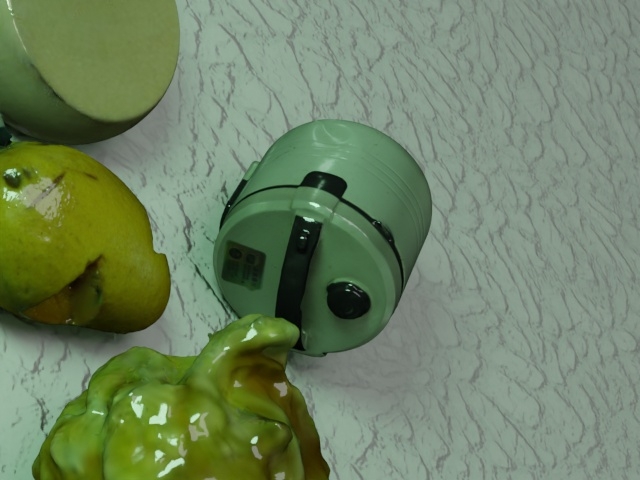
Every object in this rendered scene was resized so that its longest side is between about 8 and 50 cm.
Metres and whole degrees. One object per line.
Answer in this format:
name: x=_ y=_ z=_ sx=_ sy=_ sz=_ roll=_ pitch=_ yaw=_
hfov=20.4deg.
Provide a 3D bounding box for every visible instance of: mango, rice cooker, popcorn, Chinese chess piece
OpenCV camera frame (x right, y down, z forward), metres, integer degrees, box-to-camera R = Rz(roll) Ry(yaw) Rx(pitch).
mango: x=-0.247 y=0.006 z=1.755 sx=0.262 sy=0.130 sz=0.167 roll=26 pitch=68 yaw=-43
rice cooker: x=0.000 y=0.000 z=1.980 sx=0.226 sy=0.226 sz=0.244 roll=44 pitch=37 yaw=-18
popcorn: x=-0.127 y=0.233 z=1.638 sx=0.279 sy=0.274 sz=0.335 roll=-12 pitch=63 yaw=-22
Chinese chess piece: x=-0.267 y=-0.232 z=1.879 sx=0.273 sy=0.102 sz=0.273 roll=17 pitch=68 yaw=-46

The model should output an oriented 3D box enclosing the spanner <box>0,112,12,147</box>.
spanner: x=-0.366 y=-0.107 z=1.776 sx=0.325 sy=0.040 sz=0.096 roll=34 pitch=42 yaw=-27
